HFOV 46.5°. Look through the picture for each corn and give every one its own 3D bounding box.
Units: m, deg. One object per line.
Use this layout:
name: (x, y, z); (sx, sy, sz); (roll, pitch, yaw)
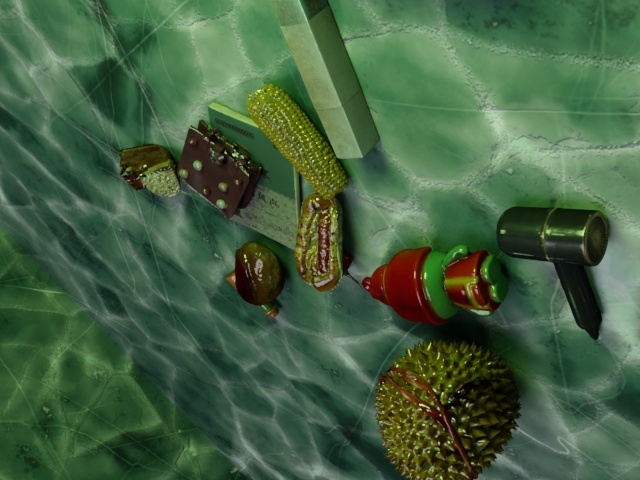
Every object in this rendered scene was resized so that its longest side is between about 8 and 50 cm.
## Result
corn: (-0.051, -0.226, 1.651); (0.310, 0.101, 0.101); (49, 145, -10)

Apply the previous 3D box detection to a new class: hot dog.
hot dog: (0.000, 0.000, 1.796); (0.131, 0.069, 0.252); (11, 108, 24)

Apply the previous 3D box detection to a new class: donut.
donut: (-0.467, -0.196, 2.082); (0.187, 0.144, 0.126); (-7, 136, 10)

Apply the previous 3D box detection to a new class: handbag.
handbag: (-0.260, -0.175, 1.876); (0.203, 0.074, 0.216); (40, 145, 6)

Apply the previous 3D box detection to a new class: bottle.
bottle: (-0.196, 0.157, 2.229); (0.187, 0.069, 0.069); (48, 145, -14)

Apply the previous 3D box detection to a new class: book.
book: (-0.160, -0.153, 1.890); (0.264, 0.031, 0.379); (24, 141, 25)

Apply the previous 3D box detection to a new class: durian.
durian: (0.294, 0.399, 1.738); (0.348, 0.384, 0.347); (18, 130, 23)

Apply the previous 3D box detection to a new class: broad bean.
broad bean: (-0.173, 0.089, 2.088); (0.156, 0.122, 0.228); (44, 144, 29)

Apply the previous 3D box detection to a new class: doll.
doll: (0.235, 0.102, 1.671); (0.363, 0.160, 0.182); (-2, 128, 46)

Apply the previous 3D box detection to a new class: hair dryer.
hair dryer: (0.483, 0.080, 1.474); (0.189, 0.107, 0.352); (7, 138, 43)

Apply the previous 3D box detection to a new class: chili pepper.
chili pepper: (0.035, 0.059, 1.883); (0.192, 0.086, 0.084); (41, 118, 17)

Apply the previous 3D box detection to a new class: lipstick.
lipstick: (0.013, -0.338, 1.487); (0.076, 0.079, 0.371); (4, 131, 40)
